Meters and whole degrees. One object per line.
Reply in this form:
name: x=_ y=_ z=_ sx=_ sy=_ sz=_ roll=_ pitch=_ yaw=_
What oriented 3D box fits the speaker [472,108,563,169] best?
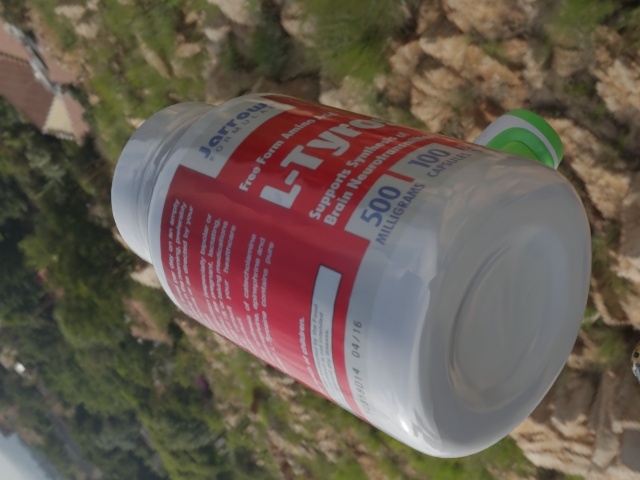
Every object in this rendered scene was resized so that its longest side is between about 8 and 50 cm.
speaker: x=0.233 y=-0.063 z=1.385 sx=0.131 sy=0.296 sz=0.131 roll=42 pitch=166 yaw=13

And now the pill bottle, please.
pill bottle: x=0.000 y=0.000 z=0.787 sx=0.407 sy=0.229 sz=0.229 roll=22 pitch=147 yaw=43

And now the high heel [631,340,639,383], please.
high heel: x=0.632 y=0.193 z=1.450 sx=0.186 sy=0.261 sz=0.093 roll=-88 pitch=-23 yaw=-52
